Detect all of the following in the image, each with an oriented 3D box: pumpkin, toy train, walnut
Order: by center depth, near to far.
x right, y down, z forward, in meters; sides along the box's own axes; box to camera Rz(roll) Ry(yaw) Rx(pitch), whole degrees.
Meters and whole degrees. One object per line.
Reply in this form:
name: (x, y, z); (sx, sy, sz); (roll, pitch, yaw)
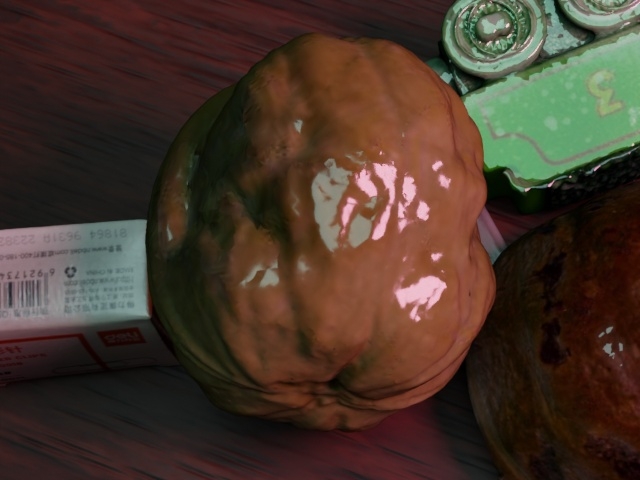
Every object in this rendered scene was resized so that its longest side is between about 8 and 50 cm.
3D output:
walnut: (0.000, -0.001, 1.245); (0.253, 0.282, 0.277); (-7, 73, 1)
pumpkin: (0.219, 0.043, 1.258); (0.169, 0.148, 0.312); (24, 71, -6)
toy train: (0.207, -0.131, 1.343); (0.243, 0.132, 0.188); (-21, 75, 2)

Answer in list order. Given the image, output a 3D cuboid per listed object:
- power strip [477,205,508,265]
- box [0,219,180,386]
power strip: (0.118, 0.002, 1.361); (0.060, 0.027, 0.253); (-26, 71, -3)
box: (-0.209, 0.051, 1.334); (0.182, 0.133, 0.099); (-5, 70, 4)
